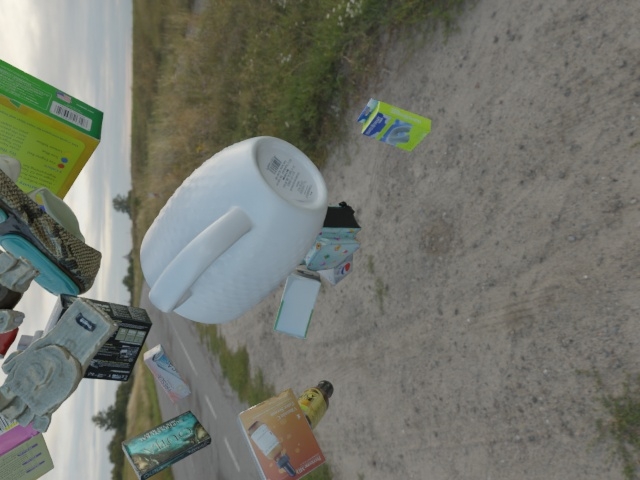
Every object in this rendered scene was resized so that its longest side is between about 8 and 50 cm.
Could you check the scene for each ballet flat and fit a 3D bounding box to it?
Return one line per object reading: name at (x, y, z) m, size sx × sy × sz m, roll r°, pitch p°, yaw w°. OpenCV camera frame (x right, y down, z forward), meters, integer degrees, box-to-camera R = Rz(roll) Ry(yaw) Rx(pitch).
ballet flat at (-0.654, -0.063, 0.871) m, size 0.482 × 0.164 × 0.181 m, roll 66°, pitch -156°, yaw -48°

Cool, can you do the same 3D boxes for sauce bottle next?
sauce bottle at (-0.036, 0.595, 1.453) m, size 0.344 × 0.112 × 0.111 m, roll -6°, pitch -82°, yaw -73°

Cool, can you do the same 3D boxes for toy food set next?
toy food set at (-0.921, 0.324, 1.219) m, size 0.111 × 0.233 × 0.104 m, roll 129°, pitch 147°, yaw -48°

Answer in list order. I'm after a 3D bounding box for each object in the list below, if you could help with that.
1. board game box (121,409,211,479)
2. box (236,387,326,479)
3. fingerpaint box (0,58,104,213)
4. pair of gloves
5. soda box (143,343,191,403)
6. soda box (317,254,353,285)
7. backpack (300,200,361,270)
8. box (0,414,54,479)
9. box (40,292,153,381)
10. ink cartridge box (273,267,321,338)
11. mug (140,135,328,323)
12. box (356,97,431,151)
board game box at (-0.399, 0.528, 1.064) m, size 0.126 × 0.186 × 0.026 m, roll 24°, pitch 117°, yaw 42°
box at (-0.089, 0.437, 0.894) m, size 0.170 × 0.130 × 0.091 m, roll 58°, pitch 153°, yaw 21°
fingerpaint box at (-0.855, -0.266, 1.020) m, size 0.371 × 0.445 × 0.163 m, roll -44°, pitch 44°, yaw 23°
pair of gloves at (-0.441, 0.138, 0.587) m, size 0.204 × 0.240 × 0.042 m, roll -58°, pitch 0°, yaw -6°
soda box at (-0.486, 0.424, 1.295) m, size 0.058 × 0.063 × 0.183 m, roll 18°, pitch 137°, yaw 64°
soda box at (-0.022, 0.021, 1.374) m, size 0.286 × 0.091 × 0.098 m, roll 36°, pitch 149°, yaw 31°
backpack at (0.000, 0.000, 1.061) m, size 0.188 × 0.166 × 0.144 m, roll -39°, pitch 63°, yaw 47°
box at (-0.746, 0.497, 0.907) m, size 0.117 × 0.214 × 0.242 m, roll 42°, pitch 134°, yaw 20°
box at (-0.479, 0.209, 0.864) m, size 0.078 × 0.180 × 0.147 m, roll 28°, pitch 95°, yaw 51°
ink cartridge box at (-0.061, 0.165, 1.133) m, size 0.212 × 0.093 × 0.154 m, roll -56°, pitch -19°, yaw -89°
mug at (-0.167, -0.008, 0.754) m, size 0.328 × 0.276 × 0.374 m, roll -40°, pitch 7°, yaw 35°
box at (0.198, -0.314, 1.117) m, size 0.109 × 0.179 × 0.042 m, roll 133°, pitch 150°, yaw -64°
